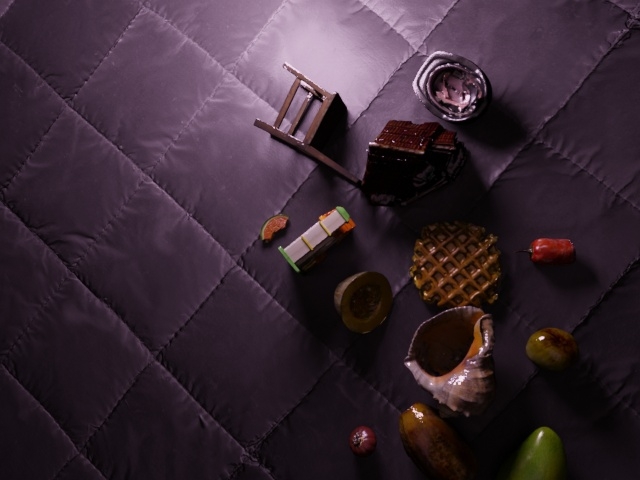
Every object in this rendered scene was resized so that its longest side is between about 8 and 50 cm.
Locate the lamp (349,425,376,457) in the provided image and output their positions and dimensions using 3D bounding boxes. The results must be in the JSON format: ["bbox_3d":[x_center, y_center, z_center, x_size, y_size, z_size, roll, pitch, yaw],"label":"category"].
[{"bbox_3d":[0.144,0.687,1.617,0.101,0.090,0.101,-24,50,32],"label":"lamp"}]

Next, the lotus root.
[{"bbox_3d":[0.366,0.660,1.538,0.193,0.193,0.291,-41,87,7],"label":"lotus root"}]

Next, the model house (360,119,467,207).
[{"bbox_3d":[0.302,-0.239,1.526,0.317,0.282,0.297,13,90,12],"label":"model house"}]

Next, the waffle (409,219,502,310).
[{"bbox_3d":[0.451,0.092,1.593,0.302,0.068,0.324,4,87,11],"label":"waffle"}]

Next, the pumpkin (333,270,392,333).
[{"bbox_3d":[0.131,0.199,1.622,0.110,0.217,0.217,19,92,50],"label":"pumpkin"}]

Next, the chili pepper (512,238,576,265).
[{"bbox_3d":[0.717,0.039,1.536,0.192,0.084,0.086,-2,71,6],"label":"chili pepper"}]

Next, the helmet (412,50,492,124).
[{"bbox_3d":[0.453,-0.496,1.578,0.253,0.154,0.198,47,117,27],"label":"helmet"}]

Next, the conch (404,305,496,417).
[{"bbox_3d":[0.430,0.388,1.527,0.297,0.210,0.352,23,72,12],"label":"conch"}]

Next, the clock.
[{"bbox_3d":[0.000,0.000,1.616,0.255,0.220,0.106,-38,82,-1],"label":"clock"}]

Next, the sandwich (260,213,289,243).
[{"bbox_3d":[-0.171,-0.052,1.740,0.135,0.029,0.067,-42,86,6],"label":"sandwich"}]

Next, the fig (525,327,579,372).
[{"bbox_3d":[0.731,0.344,1.499,0.153,0.120,0.136,4,50,30],"label":"fig"}]

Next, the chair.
[{"bbox_3d":[0.021,-0.389,1.631,0.416,0.203,0.240,31,96,10],"label":"chair"}]

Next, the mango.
[{"bbox_3d":[0.658,0.748,1.482,0.192,0.156,0.343,20,88,3],"label":"mango"}]
